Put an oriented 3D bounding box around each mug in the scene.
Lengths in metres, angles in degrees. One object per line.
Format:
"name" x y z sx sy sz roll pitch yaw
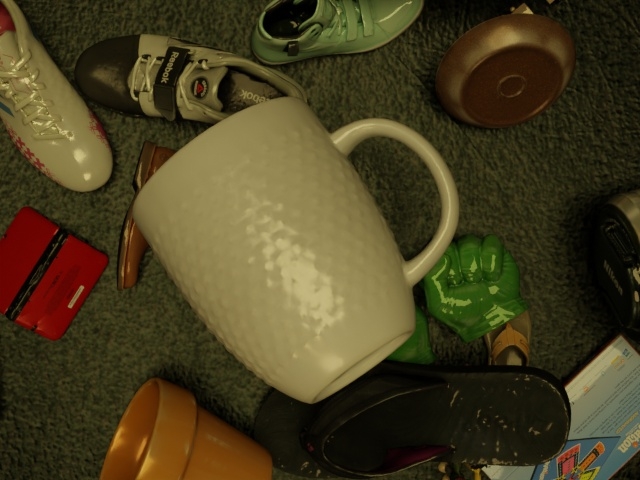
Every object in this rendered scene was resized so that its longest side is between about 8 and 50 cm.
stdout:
"mug" 0.000 0.000 1.454 0.374 0.276 0.328 -36 78 5

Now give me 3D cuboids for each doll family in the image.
"doll family" 0.199 0.271 1.589 0.076 0.111 0.193 -13 91 -3

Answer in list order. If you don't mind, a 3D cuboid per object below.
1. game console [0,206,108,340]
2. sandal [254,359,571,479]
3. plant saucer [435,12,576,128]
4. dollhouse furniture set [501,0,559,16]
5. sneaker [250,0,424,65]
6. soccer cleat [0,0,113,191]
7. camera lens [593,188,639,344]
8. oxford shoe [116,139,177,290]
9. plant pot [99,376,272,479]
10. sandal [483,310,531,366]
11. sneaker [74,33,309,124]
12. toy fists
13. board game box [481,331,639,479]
"game console" -0.392 0.047 1.600 0.124 0.085 0.144 33 89 -34
"sandal" 0.102 0.240 1.509 0.446 0.107 0.167 -9 100 22
"plant saucer" 0.258 -0.221 1.562 0.199 0.198 0.036 -8 47 -4
"dollhouse furniture set" 0.280 -0.371 1.590 0.151 0.144 0.123 -41 88 12
"sneaker" 0.031 -0.306 1.557 0.256 0.151 0.094 -19 90 -5
"soccer cleat" -0.401 -0.207 1.533 0.116 0.143 0.331 -34 93 -3
"camera lens" 0.529 0.019 1.555 0.274 0.219 0.219 -14 91 -3
"oxford shoe" -0.236 -0.028 1.582 0.076 0.076 0.212 16 89 -13
"plant pot" -0.176 0.312 1.535 0.188 0.205 0.205 24 89 -19
"sandal" 0.267 0.163 1.624 0.072 0.049 0.180 3 89 -4
"sneaker" -0.176 -0.219 1.550 0.331 0.146 0.122 8 91 -2
"toy fists" 0.145 0.094 1.581 0.279 0.096 0.142 -31 86 9
"board game box" 0.376 0.280 1.643 0.281 0.027 0.145 -42 91 -3
